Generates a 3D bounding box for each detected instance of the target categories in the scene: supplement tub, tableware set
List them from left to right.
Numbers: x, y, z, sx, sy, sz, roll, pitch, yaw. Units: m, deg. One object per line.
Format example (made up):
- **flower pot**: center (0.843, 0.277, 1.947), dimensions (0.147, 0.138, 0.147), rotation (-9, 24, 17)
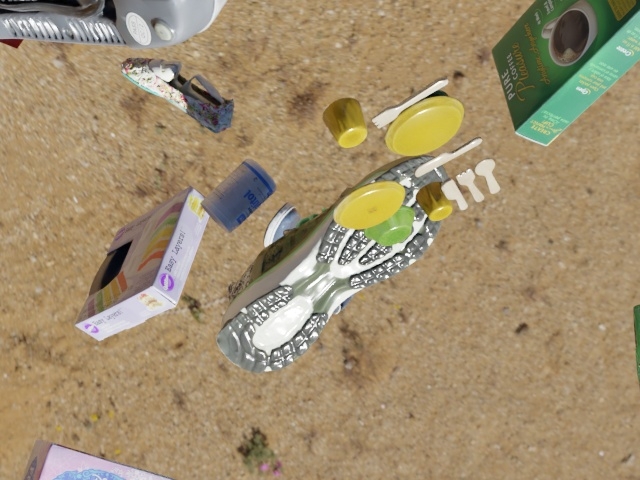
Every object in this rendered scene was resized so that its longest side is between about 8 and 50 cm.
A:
- **supplement tub**: center (-0.128, -0.071, 1.335), dimensions (0.107, 0.071, 0.071), rotation (-45, 118, -9)
- **tableware set**: center (0.048, -0.045, 0.518), dimensions (0.104, 0.024, 0.154), rotation (-29, 151, 12)

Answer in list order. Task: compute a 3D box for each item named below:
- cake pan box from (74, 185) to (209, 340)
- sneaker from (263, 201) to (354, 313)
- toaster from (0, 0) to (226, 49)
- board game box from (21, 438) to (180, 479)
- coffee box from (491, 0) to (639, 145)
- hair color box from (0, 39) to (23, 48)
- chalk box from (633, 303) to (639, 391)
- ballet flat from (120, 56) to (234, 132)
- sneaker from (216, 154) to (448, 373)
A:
- **cake pan box**: center (-0.334, 0.046, 1.604), dimensions (0.070, 0.267, 0.246), rotation (40, 46, -27)
- **sneaker**: center (-0.010, 0.035, 1.440), dimensions (0.086, 0.163, 0.226), rotation (-51, 161, -23)
- **toaster**: center (-0.104, -0.170, 0.351), dimensions (0.146, 0.227, 0.129), rotation (-57, 139, -27)
- **board game box**: center (-0.211, 0.416, 0.925), dimensions (0.318, 0.066, 0.318), rotation (25, 69, -28)
- **coffee box**: center (0.220, -0.177, 0.692), dimensions (0.040, 0.113, 0.184), rotation (17, 136, -26)
- **hair color box**: center (-0.507, -0.377, 1.341), dimensions (0.072, 0.141, 0.043), rotation (-49, 153, 16)
- **chalk box**: center (0.405, 0.122, 0.848), dimensions (0.213, 0.132, 0.132), rotation (17, 65, -34)
- **ballet flat**: center (-0.266, -0.299, 1.635), dimensions (0.241, 0.091, 0.077), rotation (31, 122, -8)
- **sneaker**: center (0.000, 0.000, 1.242), dimensions (0.410, 0.182, 0.158), rotation (-39, 125, 3)
